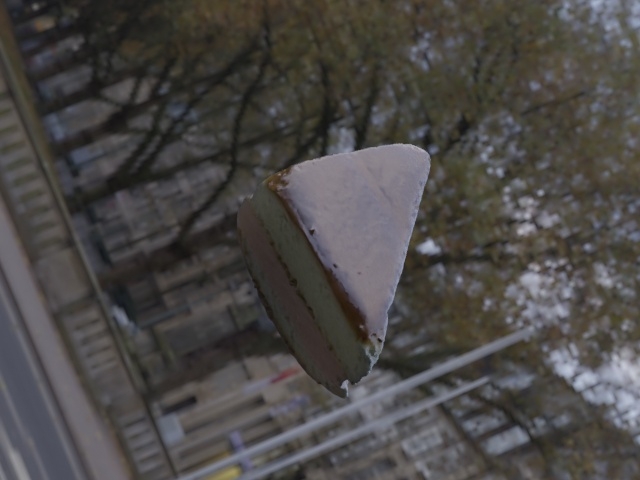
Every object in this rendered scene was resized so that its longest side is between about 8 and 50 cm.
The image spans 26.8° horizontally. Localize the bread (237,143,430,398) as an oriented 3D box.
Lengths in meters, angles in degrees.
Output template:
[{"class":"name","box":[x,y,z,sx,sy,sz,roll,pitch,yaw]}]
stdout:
[{"class":"bread","box":[0.000,0.000,0.484,0.043,0.062,0.109,-51,-161,45]}]
